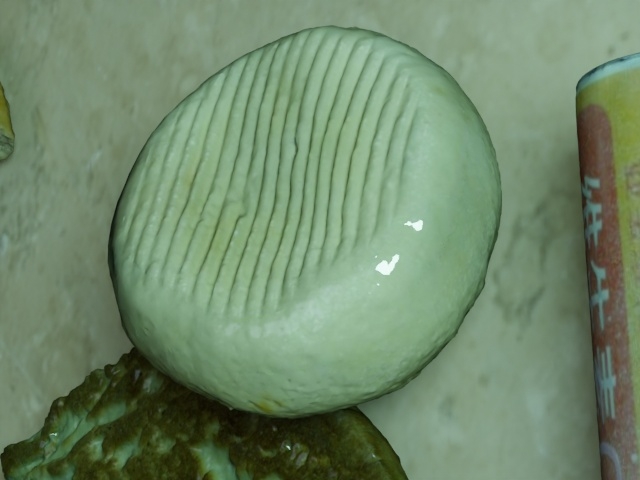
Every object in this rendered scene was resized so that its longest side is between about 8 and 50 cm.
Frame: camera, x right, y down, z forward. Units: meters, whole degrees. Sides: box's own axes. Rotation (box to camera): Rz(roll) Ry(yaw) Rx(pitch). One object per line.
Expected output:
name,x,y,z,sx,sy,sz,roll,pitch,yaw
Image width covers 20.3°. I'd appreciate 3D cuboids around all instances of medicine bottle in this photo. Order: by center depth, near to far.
medicine bottle,0.159,0.138,0.706,0.108,0.108,0.426,-16,70,44

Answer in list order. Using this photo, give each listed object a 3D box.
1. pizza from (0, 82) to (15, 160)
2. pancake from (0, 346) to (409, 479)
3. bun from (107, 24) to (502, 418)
pizza,-0.327,-0.105,1.268,0.365,0.074,0.182,16,93,46
pancake,-0.053,0.153,0.958,0.377,0.054,0.197,14,88,48
bun,0.000,0.000,0.884,0.222,0.127,0.222,-23,42,22
